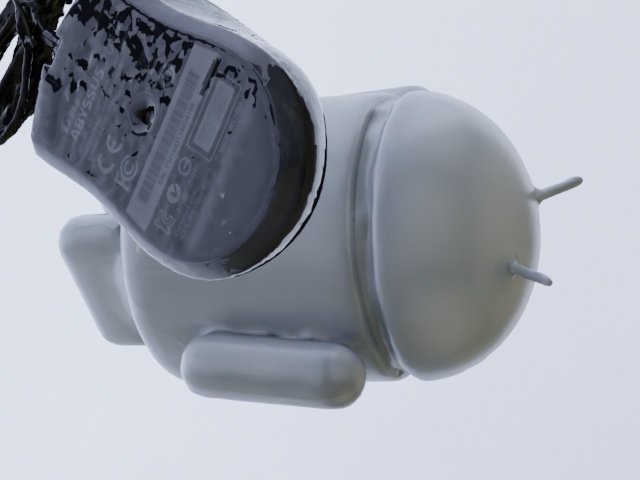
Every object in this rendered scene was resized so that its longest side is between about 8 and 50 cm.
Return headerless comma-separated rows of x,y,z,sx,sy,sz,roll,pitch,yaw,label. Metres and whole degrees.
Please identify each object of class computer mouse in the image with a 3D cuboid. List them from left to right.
-0.077,-0.078,0.955,0.072,0.272,0.188,9,-65,-47,computer mouse

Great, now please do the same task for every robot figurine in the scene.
0.000,0.000,1.298,0.199,0.354,0.300,67,-152,-43,robot figurine
